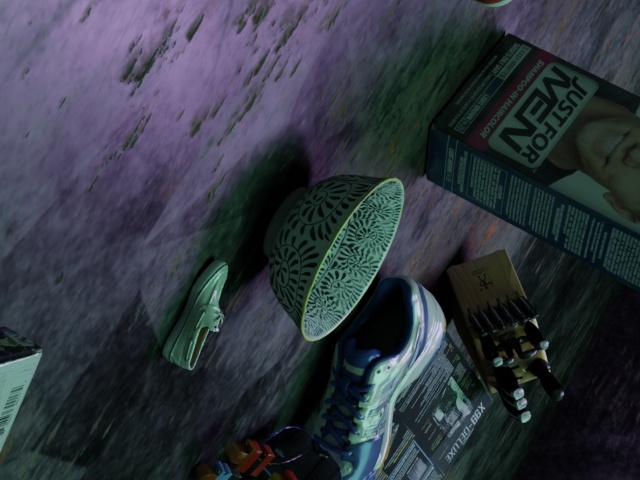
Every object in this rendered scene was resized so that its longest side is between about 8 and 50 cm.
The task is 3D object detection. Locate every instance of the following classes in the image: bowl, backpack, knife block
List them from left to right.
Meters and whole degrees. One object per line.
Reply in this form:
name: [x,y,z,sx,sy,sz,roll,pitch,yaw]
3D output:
backpack: [-0.040,0.263,1.688,0.084,0.105,0.114,-45,174,31]
bowl: [0.000,0.000,1.427,0.170,0.080,0.170,-51,160,-26]
knife block: [0.249,0.149,2.060,0.088,0.242,0.276,-18,156,-1]

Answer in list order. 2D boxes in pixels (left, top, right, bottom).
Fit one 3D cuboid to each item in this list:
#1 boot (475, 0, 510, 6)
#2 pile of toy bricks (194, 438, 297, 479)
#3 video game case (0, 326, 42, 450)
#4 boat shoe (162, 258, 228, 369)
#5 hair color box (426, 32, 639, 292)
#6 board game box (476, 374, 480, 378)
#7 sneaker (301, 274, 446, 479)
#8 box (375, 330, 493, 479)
boot: [0.152,-0.322,1.345,0.176,0.088,0.244,-22,130,-61]
pile of toy bricks: [-0.125,0.284,1.529,0.105,0.118,0.212,26,112,-44]
video game case: [-0.288,0.173,0.986,0.232,0.042,0.210,-65,161,14]
boat shoe: [-0.100,0.066,1.334,0.100,0.035,0.035,-62,162,5]
hair color box: [0.308,-0.075,1.701,0.174,0.347,0.105,-51,159,-28]
board game box: [0.162,0.272,2.182,0.092,0.043,0.181,-13,126,-67]
sneaker: [0.036,0.171,1.774,0.296,0.112,0.131,-64,153,-15]
box: [0.079,0.261,1.934,0.307,0.076,0.242,-56,145,-13]
